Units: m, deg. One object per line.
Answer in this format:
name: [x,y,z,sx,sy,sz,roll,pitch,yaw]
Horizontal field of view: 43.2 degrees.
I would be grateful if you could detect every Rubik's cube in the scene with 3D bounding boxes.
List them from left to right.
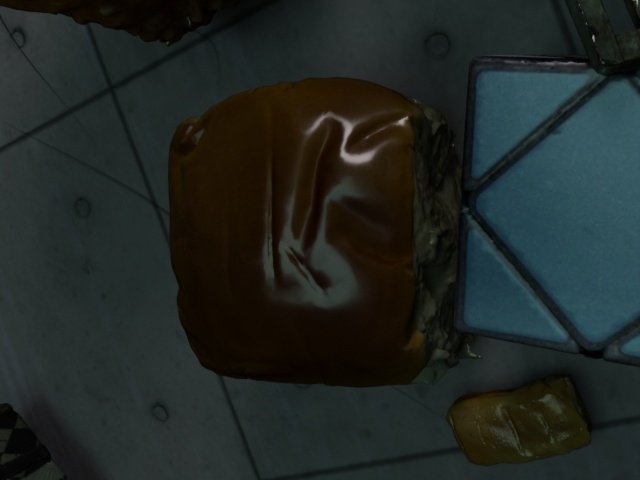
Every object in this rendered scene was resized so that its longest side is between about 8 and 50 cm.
Rubik's cube: [0.231,-0.034,0.606,0.205,0.207,0.205,8,104,26]

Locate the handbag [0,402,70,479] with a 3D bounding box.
handbag: [-0.388,0.466,1.090,0.416,0.180,0.316,50,131,8]

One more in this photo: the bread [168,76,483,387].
bread: [0.000,0.000,0.728,0.250,0.225,0.278,-2,96,28]

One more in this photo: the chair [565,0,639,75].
chair: [0.195,-0.233,0.565,0.136,0.147,0.270,-17,81,0]

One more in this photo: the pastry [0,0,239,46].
pastry: [-0.178,-0.352,0.650,0.292,0.405,0.337,48,122,28]

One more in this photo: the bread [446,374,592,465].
bread: [0.188,0.172,0.765,0.132,0.053,0.074,-19,92,32]
